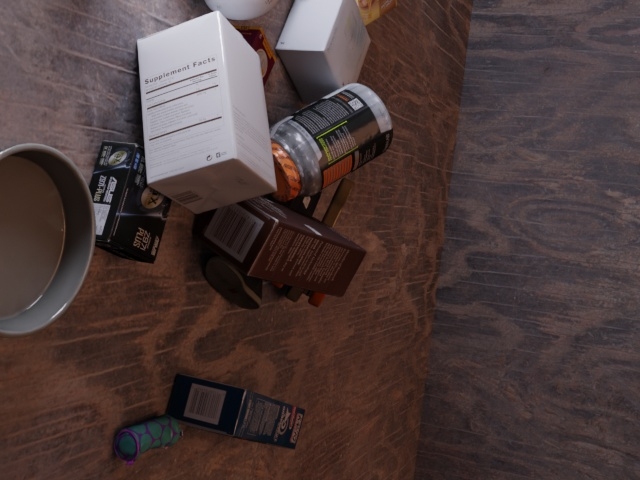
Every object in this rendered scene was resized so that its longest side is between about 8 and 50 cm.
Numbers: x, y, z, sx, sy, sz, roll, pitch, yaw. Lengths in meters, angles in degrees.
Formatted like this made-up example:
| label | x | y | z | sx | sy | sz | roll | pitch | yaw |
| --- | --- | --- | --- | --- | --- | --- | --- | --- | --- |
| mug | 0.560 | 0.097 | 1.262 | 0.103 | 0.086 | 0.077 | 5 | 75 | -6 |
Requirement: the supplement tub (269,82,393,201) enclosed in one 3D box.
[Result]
| label | x | y | z | sx | sy | sz | roll | pitch | yaw |
| --- | --- | --- | --- | --- | --- | --- | --- | --- | --- |
| supplement tub | 0.003 | -0.230 | 1.902 | 0.316 | 0.193 | 0.193 | -32 | 132 | -26 |

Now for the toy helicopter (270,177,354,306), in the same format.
| label | x | y | z | sx | sy | sz | roll | pitch | yaw |
| --- | --- | --- | --- | --- | --- | --- | --- | --- | --- |
| toy helicopter | 0.000 | 0.000 | 2.117 | 0.355 | 0.140 | 0.235 | -64 | -178 | -1 |

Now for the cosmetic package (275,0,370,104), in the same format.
| label | x | y | z | sx | sy | sz | roll | pitch | yaw |
| --- | --- | --- | --- | --- | --- | --- | --- | --- | --- |
| cosmetic package | 0.013 | -0.497 | 2.018 | 0.225 | 0.138 | 0.224 | 56 | 47 | -56 |

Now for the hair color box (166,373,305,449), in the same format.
| label | x | y | z | sx | sy | sz | roll | pitch | yaw |
| --- | --- | --- | --- | --- | --- | --- | --- | --- | --- |
| hair color box | -0.182 | 0.394 | 1.806 | 0.347 | 0.174 | 0.105 | 41 | 60 | -62 |

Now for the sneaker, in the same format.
| label | x | y | z | sx | sy | sz | roll | pitch | yaw |
| --- | --- | --- | --- | --- | --- | --- | --- | --- | --- |
| sneaker | -0.194 | 0.060 | 1.815 | 0.222 | 0.083 | 0.118 | 60 | 31 | -55 |

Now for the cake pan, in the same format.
| label | x | y | z | sx | sy | sz | roll | pitch | yaw |
| --- | --- | --- | --- | --- | --- | --- | --- | --- | --- |
| cake pan | -0.455 | -0.002 | 1.201 | 0.293 | 0.054 | 0.293 | 8 | 90 | -67 |

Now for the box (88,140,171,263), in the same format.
| label | x | y | z | sx | sy | sz | roll | pitch | yaw |
| --- | --- | --- | --- | --- | --- | --- | --- | --- | --- |
| box | -0.341 | -0.066 | 1.414 | 0.147 | 0.077 | 0.180 | 41 | 60 | -64 |

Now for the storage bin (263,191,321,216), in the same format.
| label | x | y | z | sx | sy | sz | roll | pitch | yaw |
| --- | --- | --- | --- | --- | --- | --- | --- | --- | --- |
| storage bin | -0.072 | -0.103 | 2.014 | 0.122 | 0.084 | 0.180 | 65 | 40 | -51 |

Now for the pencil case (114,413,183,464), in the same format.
| label | x | y | z | sx | sy | sz | roll | pitch | yaw |
| --- | --- | --- | --- | --- | --- | --- | --- | --- | --- |
| pencil case | -0.341 | 0.392 | 1.578 | 0.151 | 0.064 | 0.070 | 1 | 80 | -66 |

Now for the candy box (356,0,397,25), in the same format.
| label | x | y | z | sx | sy | sz | roll | pitch | yaw |
| --- | --- | --- | --- | --- | --- | --- | --- | --- | --- |
| candy box | 0.125 | -0.724 | 2.262 | 0.316 | 0.087 | 0.183 | -48 | 139 | -54 |

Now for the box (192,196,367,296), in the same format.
| label | x | y | z | sx | sy | sz | roll | pitch | yaw |
| --- | --- | --- | --- | --- | --- | --- | --- | --- | --- |
| box | -0.080 | 0.007 | 1.784 | 0.381 | 0.191 | 0.143 | 21 | 100 | -57 |

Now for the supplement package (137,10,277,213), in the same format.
| label | x | y | z | sx | sy | sz | roll | pitch | yaw |
| --- | --- | --- | --- | --- | --- | --- | --- | --- | --- |
| supplement package | -0.206 | -0.226 | 1.441 | 0.177 | 0.175 | 0.293 | 37 | 42 | -63 |

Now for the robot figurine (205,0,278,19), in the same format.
| label | x | y | z | sx | sy | sz | roll | pitch | yaw |
| --- | --- | --- | --- | --- | --- | --- | --- | --- | --- |
| robot figurine | -0.166 | -0.571 | 1.543 | 0.173 | 0.209 | 0.278 | -84 | 167 | -56 |

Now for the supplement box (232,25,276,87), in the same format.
| label | x | y | z | sx | sy | sz | roll | pitch | yaw |
| --- | --- | --- | --- | --- | --- | --- | --- | --- | --- |
| supplement box | -0.174 | -0.354 | 1.700 | 0.104 | 0.081 | 0.188 | 61 | 43 | -55 |
